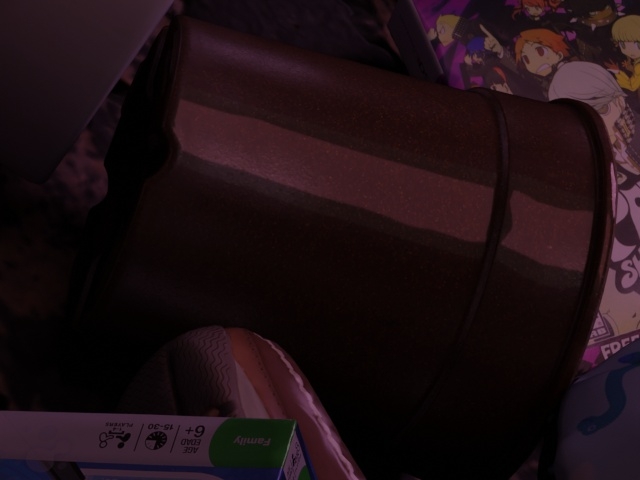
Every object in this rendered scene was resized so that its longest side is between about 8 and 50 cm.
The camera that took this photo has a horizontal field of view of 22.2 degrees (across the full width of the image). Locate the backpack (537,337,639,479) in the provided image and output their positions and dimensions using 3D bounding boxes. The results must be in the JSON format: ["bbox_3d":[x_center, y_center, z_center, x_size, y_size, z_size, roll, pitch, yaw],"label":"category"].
[{"bbox_3d":[0.206,0.180,0.527,0.355,0.273,0.290,57,22,18],"label":"backpack"}]

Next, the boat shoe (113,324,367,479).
[{"bbox_3d":[0.021,0.181,0.527,0.116,0.123,0.324,-7,71,-44],"label":"boat shoe"}]

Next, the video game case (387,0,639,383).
[{"bbox_3d":[0.177,-0.052,0.799,0.232,0.042,0.210,-15,71,-17],"label":"video game case"}]

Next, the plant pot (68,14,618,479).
[{"bbox_3d":[0.000,0.000,0.623,0.165,0.167,0.167,17,48,-15],"label":"plant pot"}]

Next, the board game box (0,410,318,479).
[{"bbox_3d":[-0.112,0.107,0.441,0.201,0.035,0.136,-1,43,17],"label":"board game box"}]

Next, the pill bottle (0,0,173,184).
[{"bbox_3d":[-0.200,-0.191,0.579,0.361,0.204,0.204,35,43,-9],"label":"pill bottle"}]
